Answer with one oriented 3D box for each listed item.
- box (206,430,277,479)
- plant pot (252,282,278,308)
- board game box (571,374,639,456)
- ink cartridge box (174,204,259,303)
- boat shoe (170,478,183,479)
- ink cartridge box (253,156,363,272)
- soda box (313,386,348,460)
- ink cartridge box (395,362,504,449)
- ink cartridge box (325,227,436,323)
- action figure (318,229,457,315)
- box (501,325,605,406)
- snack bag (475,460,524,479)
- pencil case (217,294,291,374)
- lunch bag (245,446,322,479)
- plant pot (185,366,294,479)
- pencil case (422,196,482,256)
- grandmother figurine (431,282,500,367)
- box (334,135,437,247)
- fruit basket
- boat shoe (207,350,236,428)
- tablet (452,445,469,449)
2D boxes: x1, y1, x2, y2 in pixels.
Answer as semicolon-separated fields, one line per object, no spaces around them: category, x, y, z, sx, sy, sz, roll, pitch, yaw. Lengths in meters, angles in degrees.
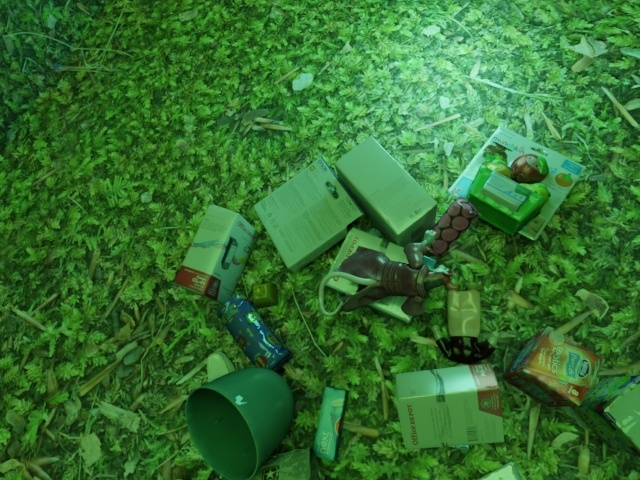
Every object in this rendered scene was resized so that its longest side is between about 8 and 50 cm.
box;-0.201;0.789;1.416;0.308;0.076;0.242;28;79;20
plant pot;-0.204;0.191;1.622;0.081;0.083;0.081;-10;68;9
board game box;0.808;0.459;1.198;0.144;0.275;0.142;-40;67;-3
ink cartridge box;-0.365;0.058;1.628;0.131;0.226;0.306;19;77;18
boat shoe;-0.413;0.912;1.425;0.116;0.099;0.319;-19;76;-34
ink cartridge box;-0.045;-0.099;1.658;0.330;0.071;0.324;-35;58;5
soda box;0.034;0.580;1.442;0.071;0.067;0.209;7;74;15
ink cartridge box;0.371;0.484;1.319;0.283;0.117;0.207;-9;113;9
ink cartridge box;0.204;0.122;1.529;0.308;0.129;0.223;23;79;18
action figure;0.210;0.098;1.313;0.370;0.276;0.247;-4;89;40
box;0.633;0.361;1.258;0.154;0.300;0.142;33;79;19
snack bag;0.485;0.850;1.264;0.343;0.037;0.323;-28;67;2
pencil case;-0.224;0.325;1.560;0.133;0.119;0.306;-22;59;-43
lunch bag;-0.106;0.756;1.281;0.236;0.169;0.286;-21;60;7
plant pot;-0.219;0.521;1.366;0.293;0.235;0.292;11;110;33
pencil case;0.436;-0.039;1.514;0.098;0.095;0.209;31;121;-6
grandmother figurine;0.459;0.308;1.431;0.208;0.104;0.342;-5;71;38
box;0.228;-0.155;1.576;0.168;0.215;0.345;-38;68;-2
fruit basket;0.664;-0.211;1.528;0.327;0.165;0.353;36;79;21
boat shoe;-0.331;0.506;1.533;0.098;0.096;0.277;-25;67;4
tablet;0.411;0.604;1.382;0.083;0.006;0.054;3;72;14
